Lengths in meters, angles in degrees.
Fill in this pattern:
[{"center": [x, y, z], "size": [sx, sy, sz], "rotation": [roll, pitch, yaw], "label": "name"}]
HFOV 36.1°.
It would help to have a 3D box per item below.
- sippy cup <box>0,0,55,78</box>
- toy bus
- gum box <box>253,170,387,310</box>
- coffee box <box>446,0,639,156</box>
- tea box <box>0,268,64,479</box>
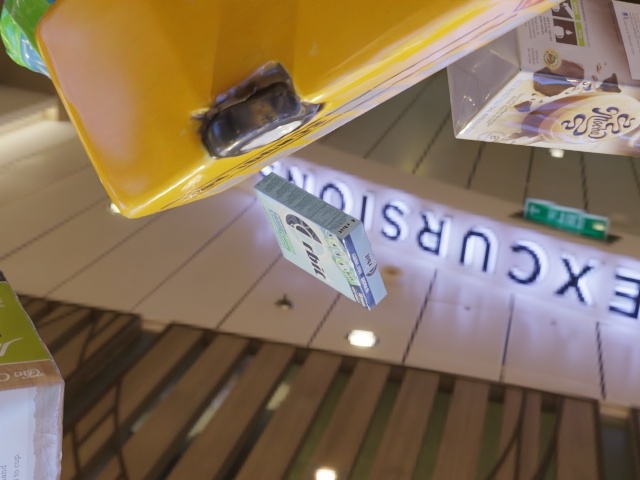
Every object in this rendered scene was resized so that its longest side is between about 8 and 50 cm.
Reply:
[{"center": [-0.213, -0.233, 1.159], "size": [0.224, 0.240, 0.305], "rotation": [44, -124, 8], "label": "sippy cup"}, {"center": [0.025, -0.123, 0.418], "size": [0.333, 0.108, 0.130], "rotation": [-26, 178, 30], "label": "toy bus"}, {"center": [0.000, 0.000, 1.385], "size": [0.041, 0.157, 0.184], "rotation": [-42, -131, -20], "label": "gum box"}, {"center": [0.323, -0.192, 1.171], "size": [0.297, 0.118, 0.168], "rotation": [4, 159, -18], "label": "coffee box"}, {"center": [-0.389, 0.212, 0.912], "size": [0.220, 0.328, 0.323], "rotation": [-4, -157, -29], "label": "tea box"}]
